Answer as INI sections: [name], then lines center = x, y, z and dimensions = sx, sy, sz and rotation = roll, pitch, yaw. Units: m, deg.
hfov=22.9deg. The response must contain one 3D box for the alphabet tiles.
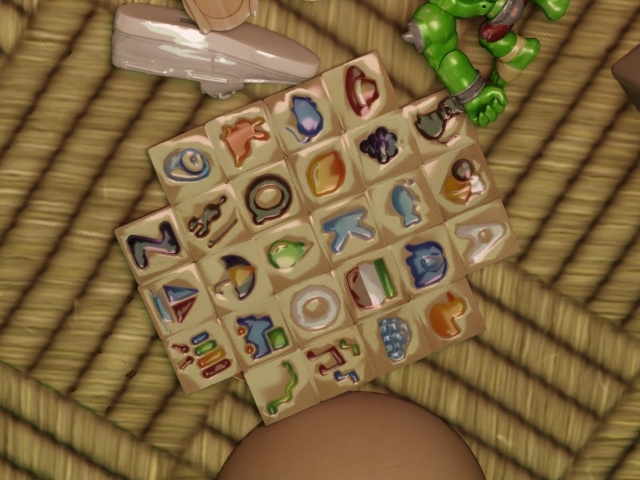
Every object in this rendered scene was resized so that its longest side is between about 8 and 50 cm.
[alphabet tiles]
center = 0.000, 0.000, 1.459
dimensions = 0.342, 0.011, 0.285
rotation = -23, 102, -2

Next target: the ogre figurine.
[ogre figurine]
center = 0.151, -0.213, 1.390
dimensions = 0.118, 0.097, 0.197
rotation = 28, 111, -23

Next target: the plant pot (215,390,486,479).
[plant pot]
center = 0.038, 0.305, 1.459
dimensions = 0.284, 0.191, 0.284
rotation = -1, 105, -6

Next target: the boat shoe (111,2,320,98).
[boat shoe]
center = -0.095, -0.158, 1.396
dimensions = 0.184, 0.066, 0.063
rotation = 10, 117, -10

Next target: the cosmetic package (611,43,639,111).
[cosmetic package]
center = 0.366, -0.097, 1.328
dimensions = 0.113, 0.309, 0.160
rotation = -39, 105, 5

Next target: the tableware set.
[tableware set]
center = -0.054, -0.260, 1.370
dimensions = 0.169, 0.020, 0.141
rotation = -14, 85, -6

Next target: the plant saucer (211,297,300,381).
[plant saucer]
center = -0.061, 0.092, 1.484
dimensions = 0.083, 0.015, 0.083
rotation = -2, 104, -6
